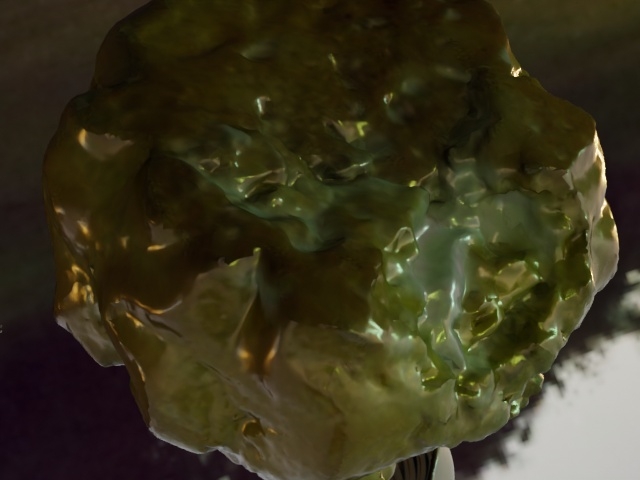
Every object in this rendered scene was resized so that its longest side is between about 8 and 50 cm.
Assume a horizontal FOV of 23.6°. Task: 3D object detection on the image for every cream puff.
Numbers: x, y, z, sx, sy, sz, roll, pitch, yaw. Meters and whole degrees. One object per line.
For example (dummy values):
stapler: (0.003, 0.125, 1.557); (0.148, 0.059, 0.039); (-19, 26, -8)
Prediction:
cream puff: (0.001, 0.002, 0.726); (0.282, 0.282, 0.185); (-21, 147, -28)

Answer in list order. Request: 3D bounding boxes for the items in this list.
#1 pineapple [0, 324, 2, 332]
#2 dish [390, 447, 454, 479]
pineapple: (-0.347, 0.035, 1.150); (0.221, 0.221, 0.047); (-20, -135, 3)
dish: (0.047, 0.214, 1.136); (0.191, 0.066, 0.190); (-42, -150, 32)
